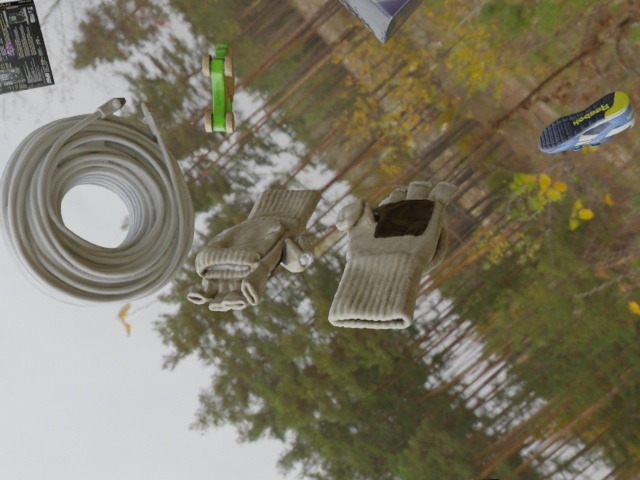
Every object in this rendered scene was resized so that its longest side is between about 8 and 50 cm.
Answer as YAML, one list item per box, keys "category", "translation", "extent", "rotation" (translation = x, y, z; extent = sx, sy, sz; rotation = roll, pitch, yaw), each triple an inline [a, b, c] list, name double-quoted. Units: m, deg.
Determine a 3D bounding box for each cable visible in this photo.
- category: "cable"
  translation: [-0.291, -0.038, 0.958]
  extent: [0.089, 0.257, 0.257]
  rotation: [-19, 99, 52]

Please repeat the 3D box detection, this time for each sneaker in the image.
- category: "sneaker"
  translation: [0.392, -0.160, 1.072]
  extent: [0.059, 0.144, 0.053]
  rotation: [34, -134, -37]

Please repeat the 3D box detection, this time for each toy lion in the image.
- category: "toy lion"
  translation: [-0.112, -0.178, 0.845]
  extent: [0.096, 0.034, 0.100]
  rotation: [-86, -4, -77]

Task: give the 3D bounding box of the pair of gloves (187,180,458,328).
- category: "pair of gloves"
  translation: [0.000, 0.000, 0.704]
  extent: [0.204, 0.240, 0.042]
  rotation: [-54, -41, -47]

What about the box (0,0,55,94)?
- category: "box"
  translation: [-0.301, -0.186, 0.705]
  extent: [0.018, 0.067, 0.083]
  rotation: [-127, 27, -49]

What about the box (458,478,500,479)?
- category: "box"
  translation: [0.053, 0.381, 1.013]
  extent: [0.322, 0.257, 0.079]
  rotation: [9, -115, -30]

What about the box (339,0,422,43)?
- category: "box"
  translation: [0.115, -0.571, 1.288]
  extent: [0.294, 0.296, 0.183]
  rotation: [43, -179, -2]
